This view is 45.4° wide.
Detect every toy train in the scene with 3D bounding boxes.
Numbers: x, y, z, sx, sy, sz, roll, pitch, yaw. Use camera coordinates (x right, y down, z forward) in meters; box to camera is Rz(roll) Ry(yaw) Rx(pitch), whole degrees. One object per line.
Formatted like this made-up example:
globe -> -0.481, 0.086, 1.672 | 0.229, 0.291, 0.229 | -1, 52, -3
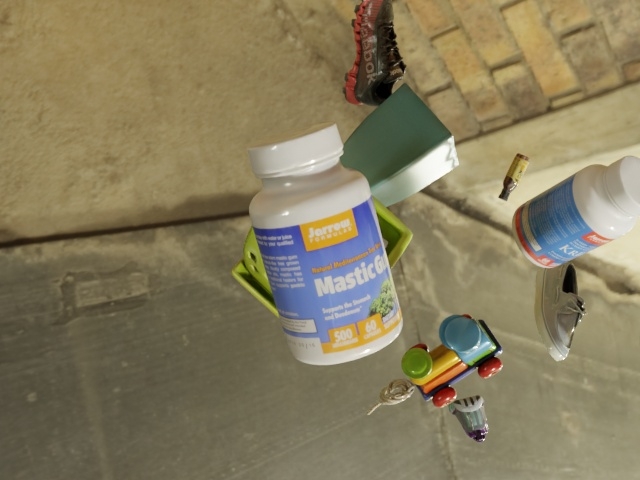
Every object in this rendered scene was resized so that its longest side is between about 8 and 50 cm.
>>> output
toy train -> 0.157, 0.205, 1.191 | 0.105, 0.248, 0.143 | 59, 9, 25

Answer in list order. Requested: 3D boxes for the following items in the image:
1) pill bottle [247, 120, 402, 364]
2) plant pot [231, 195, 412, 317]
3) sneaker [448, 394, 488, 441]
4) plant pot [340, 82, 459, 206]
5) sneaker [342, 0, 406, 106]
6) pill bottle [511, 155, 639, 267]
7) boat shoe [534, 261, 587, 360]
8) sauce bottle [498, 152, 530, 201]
pill bottle -> 0.000, 0.000, 0.939 | 0.152, 0.152, 0.272 | -33, 113, -49
plant pot -> -0.011, 0.030, 1.364 | 0.227, 0.207, 0.228 | 41, 49, 2
sneaker -> 0.335, 0.403, 1.712 | 0.223, 0.083, 0.098 | 44, 31, -72
plant pot -> 0.152, -0.183, 1.668 | 0.166, 0.234, 0.165 | 54, 1, 24
sneaker -> 0.132, -0.415, 1.671 | 0.097, 0.135, 0.276 | -23, 132, -42
pill bottle -> 0.426, -0.047, 1.232 | 0.124, 0.221, 0.124 | 12, 63, -25
boat shoe -> 0.459, 0.124, 1.452 | 0.079, 0.081, 0.228 | 43, 37, -24
sauce bottle -> 0.507, -0.165, 2.011 | 0.042, 0.042, 0.128 | 16, 101, -45
